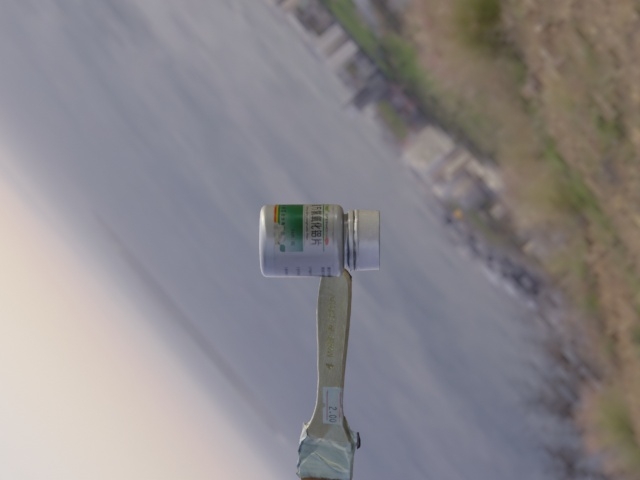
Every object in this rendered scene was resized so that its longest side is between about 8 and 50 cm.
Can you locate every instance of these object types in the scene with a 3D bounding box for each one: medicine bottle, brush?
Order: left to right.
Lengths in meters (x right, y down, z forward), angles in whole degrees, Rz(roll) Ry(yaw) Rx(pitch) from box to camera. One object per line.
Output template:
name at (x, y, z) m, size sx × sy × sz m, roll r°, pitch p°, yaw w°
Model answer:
medicine bottle at (0.000, 0.000, 1.986) m, size 0.080 × 0.130 × 0.080 m, roll -1°, pitch -90°, yaw -88°
brush at (0.012, 0.198, 2.361) m, size 0.085 × 0.336 × 0.020 m, roll 4°, pitch -172°, yaw 20°
